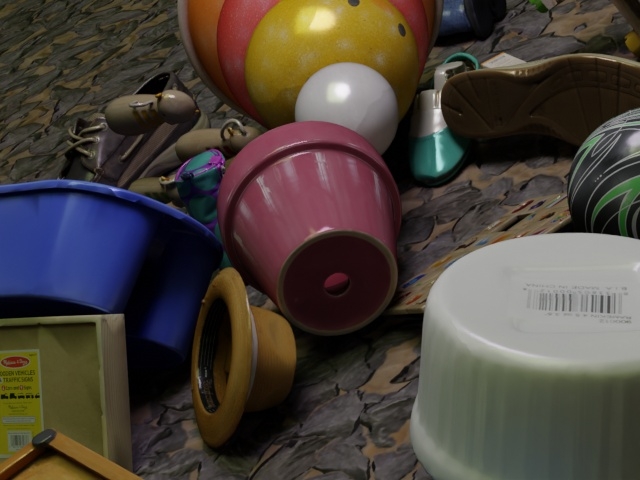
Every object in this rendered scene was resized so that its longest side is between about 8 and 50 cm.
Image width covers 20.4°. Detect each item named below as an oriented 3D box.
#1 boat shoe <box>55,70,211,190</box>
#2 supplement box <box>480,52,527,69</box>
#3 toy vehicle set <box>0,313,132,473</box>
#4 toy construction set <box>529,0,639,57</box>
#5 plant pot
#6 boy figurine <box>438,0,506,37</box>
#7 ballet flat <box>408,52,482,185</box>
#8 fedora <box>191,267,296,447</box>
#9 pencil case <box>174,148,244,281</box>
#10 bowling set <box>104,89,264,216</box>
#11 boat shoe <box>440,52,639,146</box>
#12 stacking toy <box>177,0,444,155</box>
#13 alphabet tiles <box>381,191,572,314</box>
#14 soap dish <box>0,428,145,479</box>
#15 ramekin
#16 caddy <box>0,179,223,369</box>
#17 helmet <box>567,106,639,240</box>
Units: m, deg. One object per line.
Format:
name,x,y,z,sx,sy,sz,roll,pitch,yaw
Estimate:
boat shoe,-0.302,-0.117,2.461,0.132,0.130,0.355,-1,33,42
supplement box,0.243,-0.190,2.198,0.036,0.062,0.098,-28,25,-11
toy vehicle set,-0.308,0.164,1.862,0.266,0.166,0.035,-4,-2,38
toy construction set,0.376,-0.289,2.147,0.237,0.257,0.309,-31,30,28
plant pot,0.000,0.000,1.875,0.201,0.201,0.180,-24,31,1
boy figurine,0.125,-0.330,2.559,0.285,0.092,0.177,-1,35,35
ballet flat,0.149,-0.160,2.191,0.083,0.087,0.247,-13,27,26
fedora,-0.074,0.119,1.790,0.079,0.194,0.194,6,17,-18
pencil case,-0.113,-0.027,2.080,0.070,0.152,0.064,-12,23,40
bowling set,-0.136,-0.055,2.184,0.154,0.287,0.200,-4,73,52
boat shoe,0.288,-0.165,2.056,0.302,0.109,0.098,1,13,36
stacking toy,0.018,-0.214,2.143,0.350,0.351,0.480,-23,30,3
alphabet tiles,0.173,0.012,1.844,0.237,0.009,0.198,-34,9,-19
soap dish,-0.239,0.290,1.590,0.229,0.118,0.291,-36,28,-24
ramekin,0.210,0.101,1.443,0.277,0.135,0.277,-1,25,1
caddy,-0.271,0.024,1.966,0.341,0.241,0.179,-4,63,37
helmet,0.321,-0.050,1.704,0.169,0.162,0.169,-9,29,5
